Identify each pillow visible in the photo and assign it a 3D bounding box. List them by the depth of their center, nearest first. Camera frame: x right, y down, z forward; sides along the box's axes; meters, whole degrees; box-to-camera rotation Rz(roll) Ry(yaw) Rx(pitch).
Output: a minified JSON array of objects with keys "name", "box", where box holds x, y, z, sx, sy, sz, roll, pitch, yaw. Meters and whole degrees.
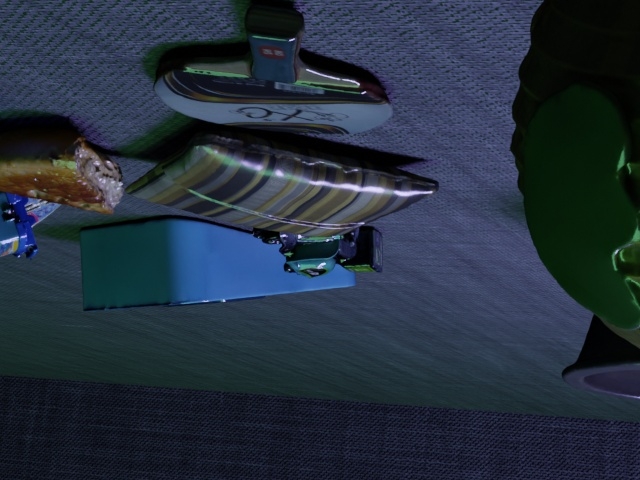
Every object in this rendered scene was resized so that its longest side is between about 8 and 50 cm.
[{"name":"pillow","box":[-0.037,-0.043,1.516,0.212,0.052,0.208,9,166,-20]}]

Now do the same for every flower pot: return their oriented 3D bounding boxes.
[{"name":"flower pot","box":[0.332,0.059,1.569,0.235,0.148,0.235,3,168,1]}]

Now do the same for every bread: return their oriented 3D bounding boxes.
[{"name":"bread","box":[-0.247,-0.065,1.529,0.136,0.054,0.154,3,164,11]}]

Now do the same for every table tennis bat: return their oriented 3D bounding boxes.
[{"name":"table tennis bat","box":[-0.031,-0.112,1.236,0.173,0.022,0.301,6,172,-2]}]

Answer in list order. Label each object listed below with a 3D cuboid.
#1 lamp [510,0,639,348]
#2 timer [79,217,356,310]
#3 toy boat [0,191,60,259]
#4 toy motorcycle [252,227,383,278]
[{"name":"lamp","box":[0.218,-0.028,0.817,0.250,0.284,0.250,-13,-163,4]},{"name":"timer","box":[-0.114,0.027,1.972,0.250,0.091,0.232,0,175,-39]},{"name":"toy boat","box":[-0.292,-0.026,1.735,0.110,0.091,0.175,-19,-177,-22]},{"name":"toy motorcycle","box":[0.000,0.000,1.727,0.100,0.058,0.173,-3,169,14]}]
